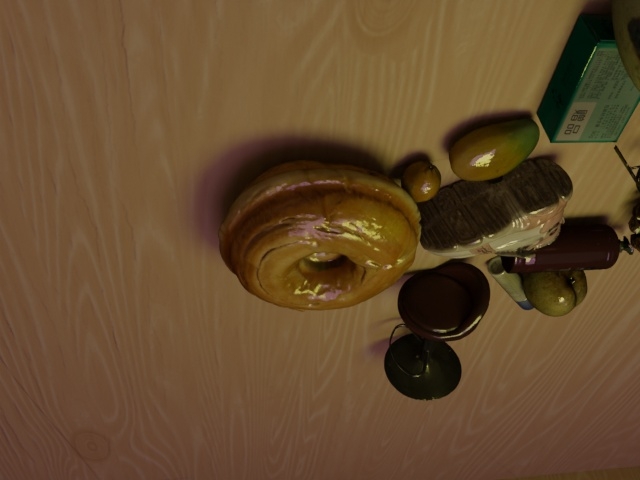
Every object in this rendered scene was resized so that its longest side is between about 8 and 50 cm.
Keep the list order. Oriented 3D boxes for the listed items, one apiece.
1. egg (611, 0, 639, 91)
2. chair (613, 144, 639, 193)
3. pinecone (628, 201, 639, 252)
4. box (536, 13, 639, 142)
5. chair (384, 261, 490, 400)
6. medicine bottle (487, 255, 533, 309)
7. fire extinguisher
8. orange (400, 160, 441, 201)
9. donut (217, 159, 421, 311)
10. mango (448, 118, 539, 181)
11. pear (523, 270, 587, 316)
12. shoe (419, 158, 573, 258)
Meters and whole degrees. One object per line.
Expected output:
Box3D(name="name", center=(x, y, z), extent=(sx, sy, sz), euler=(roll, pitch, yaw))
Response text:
Box3D(name="egg", center=(0.622, -0.374, 1.076), extent=(0.344, 0.345, 0.428), euler=(-23, 99, 16))
Box3D(name="chair", center=(0.751, -0.143, 1.492), extent=(0.170, 0.159, 0.325), euler=(-51, 138, 0))
Box3D(name="pinecone", center=(0.838, -0.025, 1.698), extent=(0.207, 0.208, 0.208), euler=(-6, 142, -5))
Box3D(name="box", center=(0.536, -0.304, 1.360), extent=(0.153, 0.092, 0.245), euler=(-1, 140, -9))
Box3D(name="chair", center=(0.301, 0.235, 1.888), extent=(0.226, 0.227, 0.401), euler=(-4, 140, -7))
Box3D(name="medicine bottle", center=(0.521, 0.118, 1.912), extent=(0.059, 0.059, 0.231), euler=(-28, 139, 22))
Box3D(name="fire extinguisher", center=(0.622, 0.016, 1.763), extent=(0.337, 0.135, 0.114), euler=(-2, 109, -4))
Box3D(name="orange", center=(0.217, -0.128, 1.521), extent=(0.085, 0.085, 0.095), euler=(10, 141, -23))
Box3D(name="donut", center=(0.000, 0.000, 1.543), extent=(0.448, 0.198, 0.449), euler=(-4, 144, -3))
Box3D(name="mango", center=(0.363, -0.190, 1.476), extent=(0.194, 0.092, 0.130), euler=(-30, 136, 11))
Box3D(name="pear", center=(0.613, 0.115, 1.847), extent=(0.167, 0.167, 0.136), euler=(10, 156, -23))
Box3D(name="shoe", center=(0.401, -0.030, 1.610), extent=(0.350, 0.172, 0.198), euler=(-18, 141, 11))
